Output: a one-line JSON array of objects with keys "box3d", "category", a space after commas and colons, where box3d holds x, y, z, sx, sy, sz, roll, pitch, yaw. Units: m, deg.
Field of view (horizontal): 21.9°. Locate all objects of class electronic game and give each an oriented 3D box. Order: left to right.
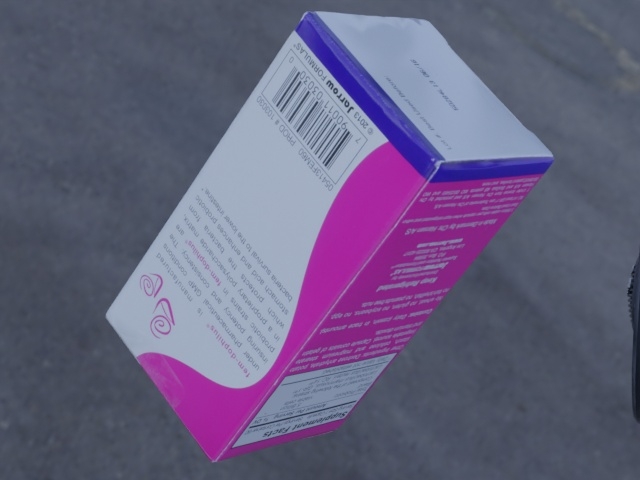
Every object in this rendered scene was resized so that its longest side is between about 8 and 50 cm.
[{"box3d": [0.294, 0.048, 1.457, 0.048, 0.229, 0.229, 4, 20, 15], "category": "electronic game"}]

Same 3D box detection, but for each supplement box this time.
[{"box3d": [0.000, 0.000, 0.872, 0.114, 0.220, 0.111, -6, 50, -51], "category": "supplement box"}]
